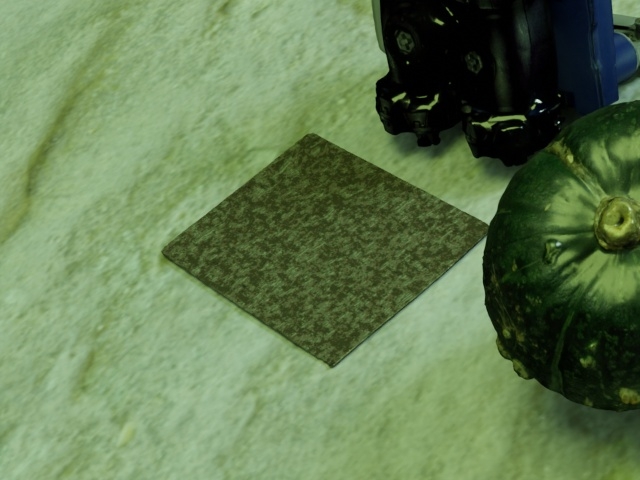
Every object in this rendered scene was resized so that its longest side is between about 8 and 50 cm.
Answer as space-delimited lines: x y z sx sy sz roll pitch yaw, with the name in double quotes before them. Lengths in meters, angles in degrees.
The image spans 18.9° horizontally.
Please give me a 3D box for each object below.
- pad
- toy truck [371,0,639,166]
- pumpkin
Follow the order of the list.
"pad" 0.000 0.000 1.408 0.158 0.003 0.235 -39 37 -17
"toy truck" 0.140 -0.165 1.423 0.177 0.161 0.213 -26 30 -35
"pumpkin" 0.188 0.011 1.139 0.190 0.190 0.146 -4 -2 28
